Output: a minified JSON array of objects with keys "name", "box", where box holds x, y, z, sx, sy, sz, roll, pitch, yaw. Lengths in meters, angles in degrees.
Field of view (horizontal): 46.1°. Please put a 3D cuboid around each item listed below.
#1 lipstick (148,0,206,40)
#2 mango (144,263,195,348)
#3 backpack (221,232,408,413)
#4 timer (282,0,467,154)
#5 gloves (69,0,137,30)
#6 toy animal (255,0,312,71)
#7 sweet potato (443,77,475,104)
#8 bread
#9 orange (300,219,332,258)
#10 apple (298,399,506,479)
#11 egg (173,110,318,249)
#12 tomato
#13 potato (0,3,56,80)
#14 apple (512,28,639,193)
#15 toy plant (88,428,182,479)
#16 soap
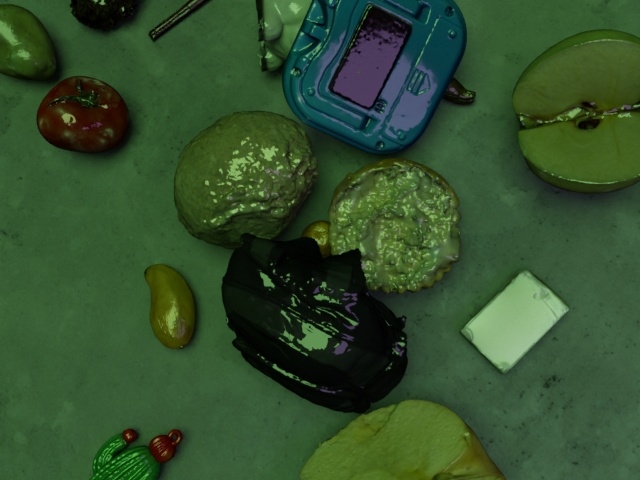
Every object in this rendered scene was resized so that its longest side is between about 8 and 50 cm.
[{"name":"lipstick","box":[-0.317,-0.513,1.699,0.176,0.027,0.027,-36,76,2]},{"name":"mango","box":[-0.308,0.134,1.549,0.098,0.075,0.190,-17,70,-1]},{"name":"backpack","box":[-0.014,0.136,1.315,0.363,0.446,0.255,24,77,12]},{"name":"timer","box":[0.104,-0.348,1.451,0.308,0.115,0.340,23,105,-13]},{"name":"gloves","box":[-0.490,-0.632,1.693,0.210,0.135,0.313,-2,81,4]},{"name":"toy animal","box":[0.041,-0.452,1.559,0.357,0.194,0.258,-2,82,-2]},{"name":"sweet potato","box":[0.203,-0.310,1.563,0.232,0.062,0.081,-7,101,4]},{"name":"bread","box":[0.143,-0.024,1.471,0.273,0.149,0.274,0,81,3]},{"name":"orange","box":[0.000,0.000,1.527,0.083,0.070,0.083,-2,66,5]},{"name":"apple","box":[0.152,0.449,1.330,0.309,0.252,0.314,-30,78,-10]},{"name":"egg","box":[-0.152,-0.116,1.476,0.310,0.279,0.279,-39,74,29]},{"name":"tomato","box":[-0.507,-0.257,1.610,0.187,0.151,0.187,15,45,-15]},{"name":"potato","box":[-0.674,-0.435,1.676,0.194,0.157,0.157,38,87,15]},{"name":"apple","box":[0.504,-0.237,1.414,0.257,0.233,0.295,-9,95,21]},{"name":"toy plant","box":[-0.387,0.460,1.491,0.154,0.088,0.240,21,75,27]},{"name":"soap","box":[0.371,0.153,1.444,0.183,0.064,0.121,-44,77,-1]}]
